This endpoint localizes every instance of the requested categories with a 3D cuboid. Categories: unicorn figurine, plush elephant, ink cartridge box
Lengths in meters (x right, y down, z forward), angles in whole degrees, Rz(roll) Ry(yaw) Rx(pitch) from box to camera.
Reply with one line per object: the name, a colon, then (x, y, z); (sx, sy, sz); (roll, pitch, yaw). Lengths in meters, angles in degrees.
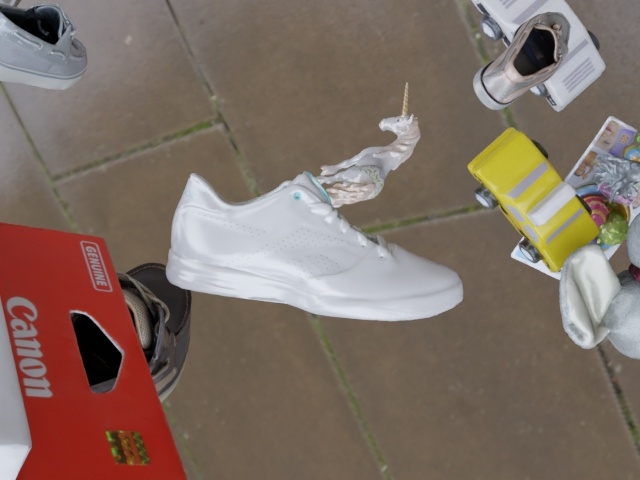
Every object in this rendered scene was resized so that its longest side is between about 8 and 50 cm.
unicorn figurine: (0.047, -0.078, 1.086); (0.111, 0.162, 0.060); (-19, 125, 27)
plush elephant: (0.442, 0.052, 1.284); (0.330, 0.271, 0.256); (26, 107, 48)
ink cartridge box: (-0.208, 0.042, 0.630); (0.060, 0.238, 0.275); (-63, 36, 28)

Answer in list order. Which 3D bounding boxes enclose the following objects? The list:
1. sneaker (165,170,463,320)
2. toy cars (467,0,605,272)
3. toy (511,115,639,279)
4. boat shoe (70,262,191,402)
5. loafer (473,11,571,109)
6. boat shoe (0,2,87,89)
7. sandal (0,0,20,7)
sneaker: (0.000, 0.000, 0.734); (0.212, 0.080, 0.094); (8, 97, -1)
toy cars: (0.278, -0.151, 1.293); (0.087, 0.176, 0.394); (-153, 63, -78)
toy: (0.384, -0.037, 1.422); (0.136, 0.056, 0.237); (24, 110, -18)
boat shoe: (-0.199, 0.106, 1.059); (0.132, 0.355, 0.130); (29, 117, -3)
loafer: (0.159, -0.138, 0.772); (0.045, 0.125, 0.039); (50, 142, -4)
boat shoe: (-0.313, -0.224, 1.173); (0.079, 0.227, 0.081); (46, 106, 5)
sandal: (-0.459, -0.299, 1.422); (0.090, 0.060, 0.219); (33, 124, -16)
